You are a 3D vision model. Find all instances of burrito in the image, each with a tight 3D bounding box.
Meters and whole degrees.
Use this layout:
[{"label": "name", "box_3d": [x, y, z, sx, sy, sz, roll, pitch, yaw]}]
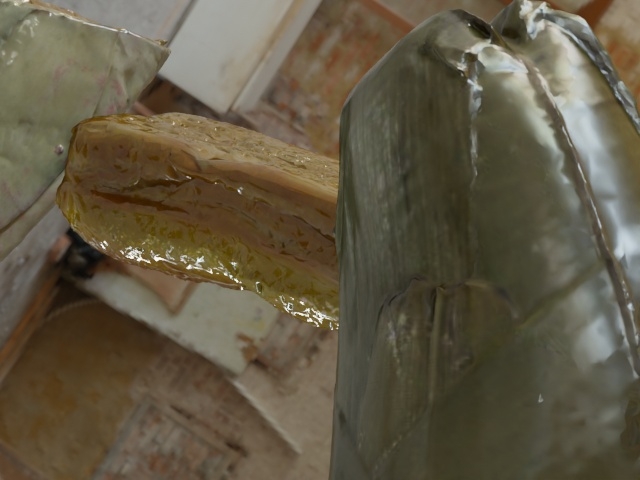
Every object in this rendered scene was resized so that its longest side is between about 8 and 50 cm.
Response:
[{"label": "burrito", "box_3d": [-0.258, -0.090, 0.888, 0.105, 0.143, 0.299, 16, -112, 53]}]

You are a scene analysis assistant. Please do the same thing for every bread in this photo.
[{"label": "bread", "box_3d": [0.000, 0.000, 0.772, 0.185, 0.380, 0.109, -8, 115, -62]}]

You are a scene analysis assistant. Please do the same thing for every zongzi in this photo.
[{"label": "zongzi", "box_3d": [0.022, 0.082, 0.375, 0.300, 0.274, 0.145, -26, 175, -21]}]
